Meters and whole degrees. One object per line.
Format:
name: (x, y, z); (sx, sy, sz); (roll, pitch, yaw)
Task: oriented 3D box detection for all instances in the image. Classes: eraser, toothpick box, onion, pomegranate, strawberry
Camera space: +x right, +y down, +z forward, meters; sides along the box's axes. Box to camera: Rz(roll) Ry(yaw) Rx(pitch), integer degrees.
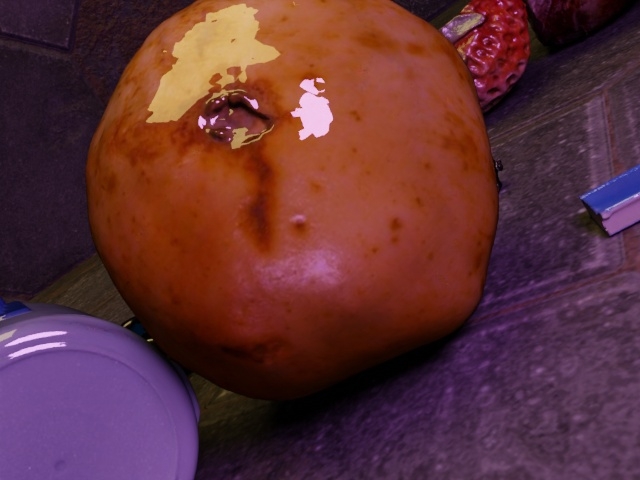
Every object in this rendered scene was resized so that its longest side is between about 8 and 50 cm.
eraser: (0.287, -0.043, 0.636); (0.084, 0.027, 0.063); (-29, 17, 13)
toothpick box: (-0.287, 0.170, 0.706); (0.263, 0.263, 0.354); (-40, 15, -22)
onion: (0.499, -0.452, 1.272); (0.279, 0.146, 0.314); (-13, 14, 18)
pomegranate: (-0.015, -0.046, 0.670); (0.410, 0.410, 0.410); (-31, 16, 10)
strawberry: (0.291, -0.314, 1.250); (0.336, 0.149, 0.265); (-34, -13, -49)

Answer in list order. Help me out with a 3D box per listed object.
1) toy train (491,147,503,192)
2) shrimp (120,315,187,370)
toy train: (0.128, -0.070, 0.936); (0.249, 0.085, 0.053); (-18, 39, 43)
shrimp: (-0.364, 0.239, 0.903); (0.445, 0.110, 0.221); (-35, 43, -9)
